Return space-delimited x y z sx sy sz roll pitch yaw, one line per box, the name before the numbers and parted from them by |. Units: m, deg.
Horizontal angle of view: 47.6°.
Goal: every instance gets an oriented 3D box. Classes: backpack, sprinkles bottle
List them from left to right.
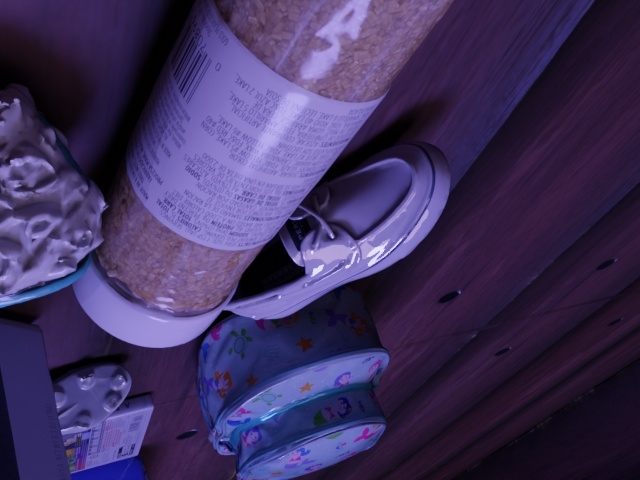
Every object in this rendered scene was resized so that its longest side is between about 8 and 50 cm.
sprinkles bottle | -0.051 -0.066 0.453 0.121 0.121 0.355 -1 146 -37
backpack | -0.030 0.167 0.848 0.225 0.191 0.254 -14 147 -17

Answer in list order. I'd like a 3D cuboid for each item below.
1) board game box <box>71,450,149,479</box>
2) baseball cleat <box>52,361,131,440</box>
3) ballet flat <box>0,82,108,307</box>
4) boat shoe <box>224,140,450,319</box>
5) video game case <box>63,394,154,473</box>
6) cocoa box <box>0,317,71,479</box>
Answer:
board game box | -0.391 0.469 1.150 0.232 0.141 0.291 -10 151 -25
baseball cleat | -0.310 0.195 0.805 0.205 0.072 0.109 -32 -164 -20
ballet flat | -0.329 0.005 0.393 0.408 0.147 0.147 -19 154 -15
boat shoe | 0.000 0.000 0.649 0.258 0.095 0.084 -40 153 29
video game case | -0.326 0.272 0.973 0.183 0.023 0.201 -9 151 -26
cocoa box | -0.341 0.242 0.536 0.231 0.347 0.228 -32 152 17
